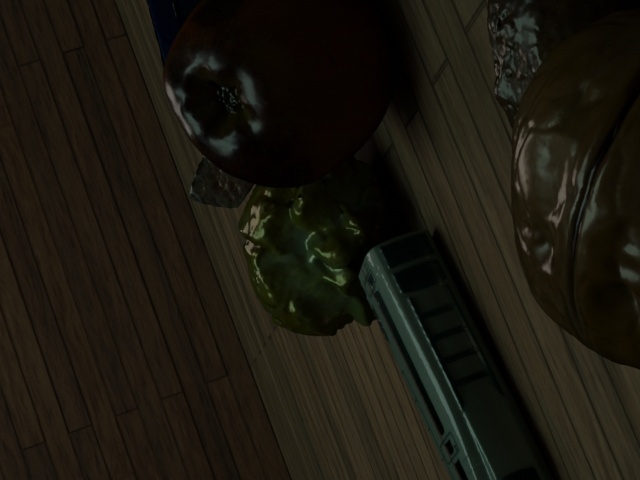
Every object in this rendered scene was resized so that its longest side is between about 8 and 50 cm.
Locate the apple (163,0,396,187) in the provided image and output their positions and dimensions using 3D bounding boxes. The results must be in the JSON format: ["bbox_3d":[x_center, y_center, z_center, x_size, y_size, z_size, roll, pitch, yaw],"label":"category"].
[{"bbox_3d":[-0.042,-0.163,1.200,0.230,0.230,0.230,161,90,-78],"label":"apple"}]

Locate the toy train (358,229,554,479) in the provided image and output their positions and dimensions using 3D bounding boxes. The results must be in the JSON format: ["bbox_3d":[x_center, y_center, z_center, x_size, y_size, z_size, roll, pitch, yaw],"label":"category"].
[{"bbox_3d":[0.160,0.180,1.212,0.088,0.086,0.407,107,142,-61],"label":"toy train"}]

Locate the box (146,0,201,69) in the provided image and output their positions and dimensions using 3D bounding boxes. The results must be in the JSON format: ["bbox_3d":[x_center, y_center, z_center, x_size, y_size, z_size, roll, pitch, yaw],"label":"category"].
[{"bbox_3d":[-0.195,-0.342,1.898,0.261,0.116,0.279,-125,20,-48],"label":"box"}]

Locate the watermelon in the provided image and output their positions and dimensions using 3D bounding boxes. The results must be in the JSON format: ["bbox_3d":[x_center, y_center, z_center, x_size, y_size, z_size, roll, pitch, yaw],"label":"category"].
[{"bbox_3d":[-0.072,-0.142,1.396,0.094,0.241,0.154,29,-173,-3],"label":"watermelon"}]

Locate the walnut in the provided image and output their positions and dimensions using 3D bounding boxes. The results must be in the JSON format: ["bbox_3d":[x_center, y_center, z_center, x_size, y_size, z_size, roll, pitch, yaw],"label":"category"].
[{"bbox_3d":[0.181,-0.024,0.624,0.167,0.167,0.207,-123,16,-48],"label":"walnut"}]

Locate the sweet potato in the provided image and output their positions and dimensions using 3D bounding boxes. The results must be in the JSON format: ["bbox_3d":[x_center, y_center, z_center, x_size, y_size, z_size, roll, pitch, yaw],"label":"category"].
[{"bbox_3d":[0.154,-0.110,0.765,0.114,0.092,0.341,-95,-7,-66],"label":"sweet potato"}]

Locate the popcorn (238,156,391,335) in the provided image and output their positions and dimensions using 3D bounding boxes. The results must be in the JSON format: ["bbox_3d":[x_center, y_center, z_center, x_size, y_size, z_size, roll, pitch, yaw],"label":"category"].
[{"bbox_3d":[0.000,0.000,1.399,0.204,0.183,0.221,-56,-38,-57],"label":"popcorn"}]
